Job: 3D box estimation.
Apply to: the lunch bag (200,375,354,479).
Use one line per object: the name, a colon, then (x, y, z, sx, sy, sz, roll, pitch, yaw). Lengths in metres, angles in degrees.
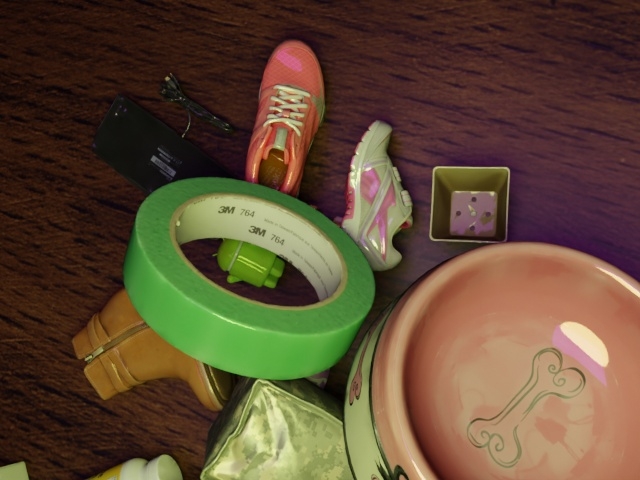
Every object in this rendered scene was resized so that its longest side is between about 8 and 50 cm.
lunch bag: (-0.001, 0.293, 0.934, 0.286, 0.235, 0.169, 30, 85, -6)

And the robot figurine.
robot figurine: (-0.116, 0.032, 1.140, 0.115, 0.067, 0.101, 25, 122, -6)

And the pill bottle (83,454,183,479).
pill bottle: (-0.321, 0.418, 1.145, 0.184, 0.103, 0.103, -26, 77, 11)

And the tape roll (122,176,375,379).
tape roll: (-0.088, 0.036, 0.914, 0.321, 0.321, 0.077, 34, 122, 17)

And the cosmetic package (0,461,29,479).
cosmetic package: (-0.552, 0.517, 1.210, 0.117, 0.085, 0.231, -24, 79, 12)

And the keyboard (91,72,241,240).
keyboard: (-0.249, -0.162, 1.231, 0.317, 0.033, 0.202, 36, 99, 16)

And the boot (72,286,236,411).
boot: (-0.281, 0.203, 1.154, 0.220, 0.109, 0.284, -37, 73, 8)

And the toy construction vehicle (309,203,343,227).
toy construction vehicle: (0.000, 0.000, 1.138, 0.085, 0.035, 0.098, 24, 90, 17)

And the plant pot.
plant pot: (0.225, -0.046, 1.047, 0.108, 0.096, 0.109, 2, 83, 16)

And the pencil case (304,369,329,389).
pencil case: (-0.041, 0.254, 1.093, 0.086, 0.088, 0.206, 20, 91, 27)

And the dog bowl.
dog bowl: (0.230, 0.181, 0.770, 0.407, 0.150, 0.408, 1, 62, -1)

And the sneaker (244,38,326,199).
sneaker: (-0.052, -0.169, 1.108, 0.115, 0.136, 0.314, 10, 89, -5)

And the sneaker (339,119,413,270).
sneaker: (0.091, -0.062, 1.092, 0.111, 0.103, 0.253, 10, 82, 0)
